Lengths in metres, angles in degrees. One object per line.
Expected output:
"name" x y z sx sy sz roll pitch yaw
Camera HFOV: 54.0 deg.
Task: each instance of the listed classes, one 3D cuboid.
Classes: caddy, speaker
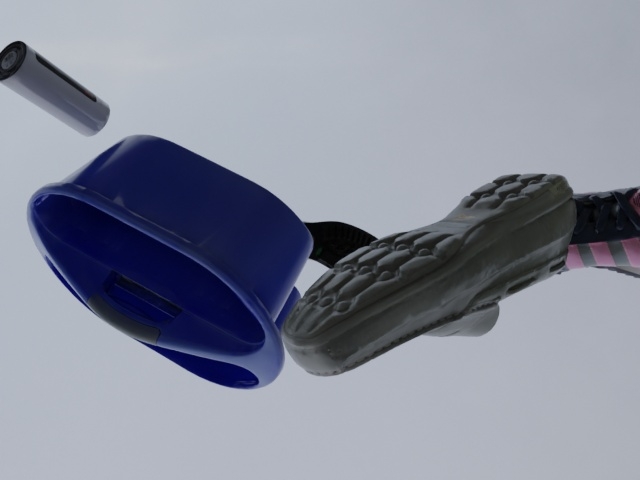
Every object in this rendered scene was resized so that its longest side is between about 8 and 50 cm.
"caddy" -0.173 0.036 0.719 0.342 0.241 0.179 26 -129 12
"speaker" -0.325 -0.181 0.770 0.136 0.055 0.055 39 -146 -56

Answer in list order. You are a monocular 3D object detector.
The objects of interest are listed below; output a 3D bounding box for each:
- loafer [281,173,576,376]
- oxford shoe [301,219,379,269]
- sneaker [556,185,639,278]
"loafer" 0.112 0.038 0.533 0.320 0.112 0.111 -25 -71 -29
"oxford shoe" 0.000 0.000 1.055 0.227 0.096 0.082 13 -84 -6
"sneaker" 0.316 -0.026 0.698 0.319 0.131 0.112 3 -119 -4
